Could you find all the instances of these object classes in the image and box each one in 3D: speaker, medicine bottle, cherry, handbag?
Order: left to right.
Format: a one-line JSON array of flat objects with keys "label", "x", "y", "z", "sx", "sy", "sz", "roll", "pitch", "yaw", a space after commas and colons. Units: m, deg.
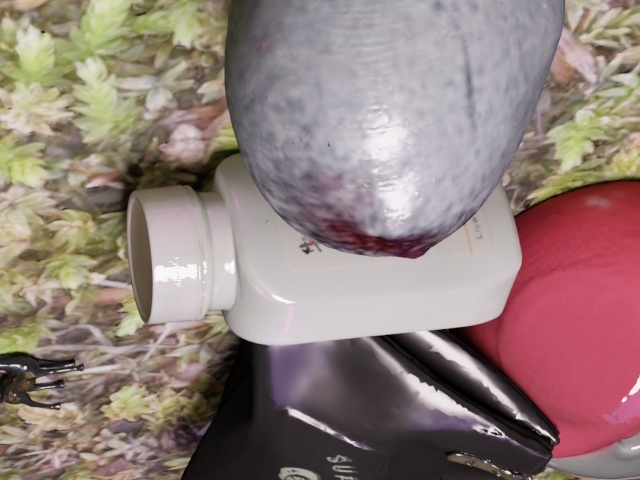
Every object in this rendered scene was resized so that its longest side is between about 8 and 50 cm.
[{"label": "medicine bottle", "x": 0.000, "y": 0.000, "z": 1.350, "sx": 0.296, "sy": 0.161, "sz": 0.111, "roll": -5, "pitch": 141, "yaw": -14}, {"label": "handbag", "x": 0.041, "y": 0.183, "z": 1.526, "sx": 0.288, "sy": 0.152, "sz": 0.342, "roll": 26, "pitch": 139, "yaw": 2}, {"label": "cherry", "x": 0.048, "y": -0.132, "z": 1.130, "sx": 0.218, "sy": 0.296, "sz": 0.255, "roll": 11, "pitch": 149, "yaw": 8}, {"label": "speaker", "x": 0.270, "y": 0.088, "z": 1.570, "sx": 0.294, "sy": 0.294, "sz": 0.294, "roll": -11, "pitch": 144, "yaw": -8}]

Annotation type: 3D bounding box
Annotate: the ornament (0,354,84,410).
[{"label": "ornament", "x": -0.279, "y": 0.123, "z": 1.510, "sx": 0.125, "sy": 0.028, "sz": 0.073, "roll": 6, "pitch": 138, "yaw": -32}]
